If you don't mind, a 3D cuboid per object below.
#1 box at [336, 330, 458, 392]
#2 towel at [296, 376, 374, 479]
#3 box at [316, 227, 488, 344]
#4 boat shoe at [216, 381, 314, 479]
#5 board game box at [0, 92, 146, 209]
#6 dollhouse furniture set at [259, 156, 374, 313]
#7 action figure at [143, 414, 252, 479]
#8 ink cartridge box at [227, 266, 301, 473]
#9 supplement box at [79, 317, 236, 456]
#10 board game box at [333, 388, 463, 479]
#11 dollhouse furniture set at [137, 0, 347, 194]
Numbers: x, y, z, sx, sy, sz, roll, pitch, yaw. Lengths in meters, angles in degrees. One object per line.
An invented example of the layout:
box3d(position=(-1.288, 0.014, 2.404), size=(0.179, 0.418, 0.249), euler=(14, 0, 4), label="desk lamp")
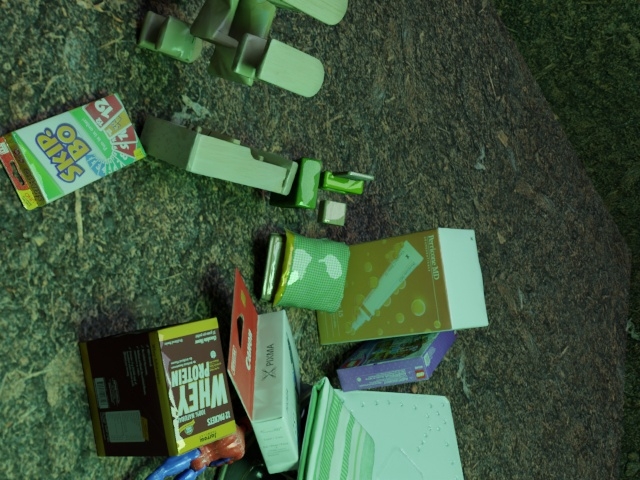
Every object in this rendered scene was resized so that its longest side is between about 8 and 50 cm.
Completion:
box3d(position=(0.183, 0.256, 1.791), size=(0.293, 0.201, 0.057), euler=(-28, 103, -64), label="box")
box3d(position=(0.040, 0.435, 1.507), size=(0.325, 0.038, 0.247), euler=(58, 33, -48), label="towel")
box3d(position=(0.167, 0.106, 1.737), size=(0.168, 0.345, 0.214), euler=(2, 78, -53), label="box")
box3d(position=(-0.084, 0.407, 1.499), size=(0.132, 0.130, 0.355), euler=(54, 43, -30), label="boat shoe")
box3d(position=(-0.412, -0.153, 1.311), size=(0.259, 0.039, 0.124), euler=(-38, 110, -48), label="board game box")
box3d(position=(0.000, 0.000, 1.613), size=(0.198, 0.151, 0.301), euler=(9, 86, -26), label="dollhouse furniture set")
box3d(position=(-0.241, 0.377, 1.354), size=(0.280, 0.139, 0.091), euler=(-29, 108, -29), label="action figure")
box3d(position=(-0.096, 0.227, 1.440), size=(0.296, 0.066, 0.261), euler=(-94, 171, -56), label="ink cartridge box")
box3d(position=(-0.262, 0.236, 1.261), size=(0.129, 0.194, 0.191), euler=(-7, 86, -54), label="supplement box")
box3d(position=(0.163, 0.533, 1.731), size=(0.390, 0.050, 0.389), euler=(11, 60, -35), label="board game box")
box3d(position=(-0.139, -0.311, 1.462), size=(0.257, 0.362, 0.394), euler=(11, 100, -50), label="dollhouse furniture set")
